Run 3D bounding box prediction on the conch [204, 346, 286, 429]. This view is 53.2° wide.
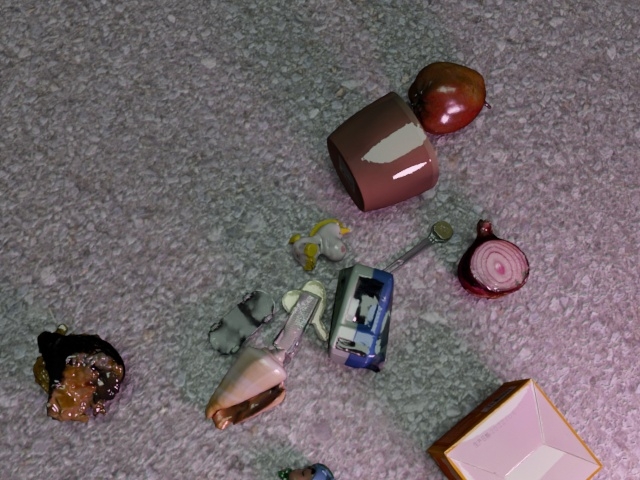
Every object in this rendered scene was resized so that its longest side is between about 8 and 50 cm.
[{"bbox_3d":[-0.185,0.360,1.631,0.255,0.127,0.158,-34,112,9],"label":"conch"}]

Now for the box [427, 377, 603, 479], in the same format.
[{"bbox_3d":[0.456,0.526,1.549,0.283,0.214,0.259,-36,81,-11],"label":"box"}]

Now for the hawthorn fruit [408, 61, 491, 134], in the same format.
[{"bbox_3d":[0.384,-0.407,1.852,0.248,0.208,0.208,-2,72,-21],"label":"hawthorn fruit"}]

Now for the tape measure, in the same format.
[{"bbox_3d":[0.098,0.192,1.607,0.138,0.259,0.262,10,72,0],"label":"tape measure"}]

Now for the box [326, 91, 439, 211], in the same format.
[{"bbox_3d":[0.158,-0.223,1.733,0.216,0.301,0.301,-28,76,-3],"label":"box"}]

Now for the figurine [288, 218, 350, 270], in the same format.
[{"bbox_3d":[0.006,0.004,1.754,0.178,0.109,0.129,-21,53,-12],"label":"figurine"}]

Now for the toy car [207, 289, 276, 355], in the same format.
[{"bbox_3d":[-0.205,0.216,1.691,0.095,0.056,0.205,44,72,10],"label":"toy car"}]

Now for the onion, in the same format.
[{"bbox_3d":[0.453,0.051,1.733,0.195,0.140,0.218,-11,74,-10],"label":"onion"}]

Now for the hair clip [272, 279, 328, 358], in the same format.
[{"bbox_3d":[-0.043,0.207,1.694,0.159,0.071,0.218,26,72,3],"label":"hair clip"}]

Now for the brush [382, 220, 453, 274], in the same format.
[{"bbox_3d":[0.262,0.033,1.785,0.266,0.027,0.062,-36,77,-12],"label":"brush"}]

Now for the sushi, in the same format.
[{"bbox_3d":[-0.604,0.320,1.573,0.213,0.204,0.200,27,95,-30],"label":"sushi"}]

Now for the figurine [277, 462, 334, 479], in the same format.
[{"bbox_3d":[-0.051,0.618,1.556,0.144,0.114,0.178,28,82,7],"label":"figurine"}]
